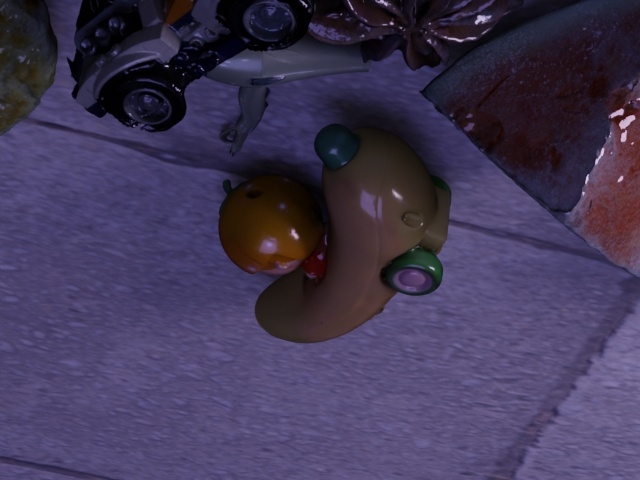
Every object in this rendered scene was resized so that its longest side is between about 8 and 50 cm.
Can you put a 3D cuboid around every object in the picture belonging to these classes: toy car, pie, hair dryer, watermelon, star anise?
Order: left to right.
[{"bbox_3d":[-0.378,-0.183,1.415,0.257,0.105,0.274,29,135,-27],"label":"pie"},{"bbox_3d":[-0.104,-0.210,1.288,0.301,0.193,0.118,-27,130,34],"label":"toy car"},{"bbox_3d":[-0.028,-0.143,1.472,0.167,0.067,0.199,-6,149,4],"label":"hair dryer"},{"bbox_3d":[0.089,-0.214,1.323,0.197,0.073,0.212,-23,157,27],"label":"star anise"},{"bbox_3d":[0.259,-0.095,1.376,0.262,0.201,0.213,-26,139,27],"label":"watermelon"}]

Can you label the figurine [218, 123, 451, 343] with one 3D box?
[{"bbox_3d":[0.000,0.000,1.576,0.222,0.124,0.324,21,141,-17],"label":"figurine"}]
